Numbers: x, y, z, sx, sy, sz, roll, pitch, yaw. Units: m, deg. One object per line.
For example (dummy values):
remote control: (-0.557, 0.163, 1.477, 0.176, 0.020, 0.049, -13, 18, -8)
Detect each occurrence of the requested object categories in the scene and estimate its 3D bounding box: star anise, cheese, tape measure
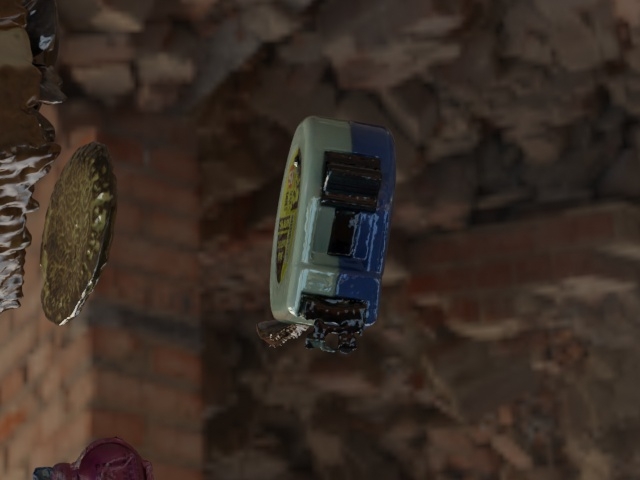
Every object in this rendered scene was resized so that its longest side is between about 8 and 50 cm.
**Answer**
star anise: (-0.277, -0.149, 1.588, 0.089, 0.209, 0.231, -1, -177, -23)
cheese: (-0.239, 0.258, 1.960, 0.145, 0.095, 0.038, 0, 165, -38)
tape measure: (0.000, 0.000, 1.771, 0.098, 0.215, 0.351, 9, 175, -10)

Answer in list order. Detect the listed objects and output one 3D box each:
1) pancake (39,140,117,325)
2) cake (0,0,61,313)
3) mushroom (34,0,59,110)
pancake: (-0.244, -0.008, 1.842, 0.021, 0.199, 0.199, 12, 148, -25)
cake: (-0.346, -0.098, 1.313, 0.282, 0.290, 0.255, -4, 151, -24)
mushroom: (-0.368, -0.165, 1.798, 0.163, 0.278, 0.297, 29, 114, 18)
